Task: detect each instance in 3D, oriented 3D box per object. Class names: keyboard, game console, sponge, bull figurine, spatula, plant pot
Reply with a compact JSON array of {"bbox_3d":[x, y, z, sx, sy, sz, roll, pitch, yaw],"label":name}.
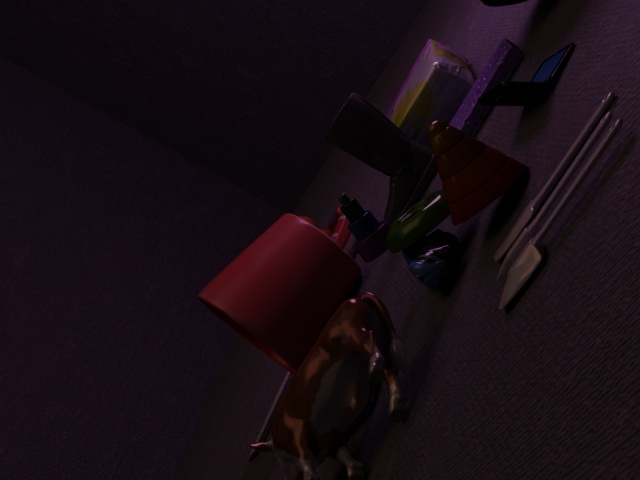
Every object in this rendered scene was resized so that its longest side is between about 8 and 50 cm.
[{"bbox_3d":[-0.094,0.343,2.331,0.256,0.014,0.072,-64,7,-28],"label":"keyboard"},{"bbox_3d":[0.289,-0.236,1.571,0.122,0.107,0.071,151,119,-79],"label":"game console"},{"bbox_3d":[0.274,-0.243,1.889,0.210,0.031,0.117,-59,7,15],"label":"sponge"},{"bbox_3d":[0.012,0.219,1.432,0.310,0.101,0.188,-66,30,19],"label":"bull figurine"},{"bbox_3d":[0.260,-0.046,1.216,0.242,0.019,0.168,-58,2,22],"label":"spatula"},{"bbox_3d":[-0.067,0.097,2.185,0.243,0.275,0.275,-53,5,-10],"label":"plant pot"}]

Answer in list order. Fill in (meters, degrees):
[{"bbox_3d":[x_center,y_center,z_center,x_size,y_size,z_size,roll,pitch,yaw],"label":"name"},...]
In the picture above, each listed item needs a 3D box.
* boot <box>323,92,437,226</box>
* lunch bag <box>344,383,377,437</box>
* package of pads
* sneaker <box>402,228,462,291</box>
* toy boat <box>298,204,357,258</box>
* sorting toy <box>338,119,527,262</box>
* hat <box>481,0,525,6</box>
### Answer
[{"bbox_3d":[0.097,-0.142,2.039,0.190,0.208,0.076,-61,6,4],"label":"boot"},{"bbox_3d":[0.018,0.218,1.609,0.151,0.096,0.129,-45,15,35],"label":"lunch bag"},{"bbox_3d":[0.211,-0.268,2.190,0.229,0.101,0.296,-60,7,19],"label":"package of pads"},{"bbox_3d":[0.161,0.022,1.545,0.078,0.067,0.188,-39,7,4],"label":"sneaker"},{"bbox_3d":[0.000,0.000,2.458,0.151,0.151,0.231,-56,8,44],"label":"toy boat"},{"bbox_3d":[0.126,-0.072,1.532,0.127,0.126,0.365,-43,8,-31],"label":"sorting toy"},{"bbox_3d":[0.324,-0.470,1.822,0.331,0.331,0.134,131,125,-63],"label":"hat"}]
